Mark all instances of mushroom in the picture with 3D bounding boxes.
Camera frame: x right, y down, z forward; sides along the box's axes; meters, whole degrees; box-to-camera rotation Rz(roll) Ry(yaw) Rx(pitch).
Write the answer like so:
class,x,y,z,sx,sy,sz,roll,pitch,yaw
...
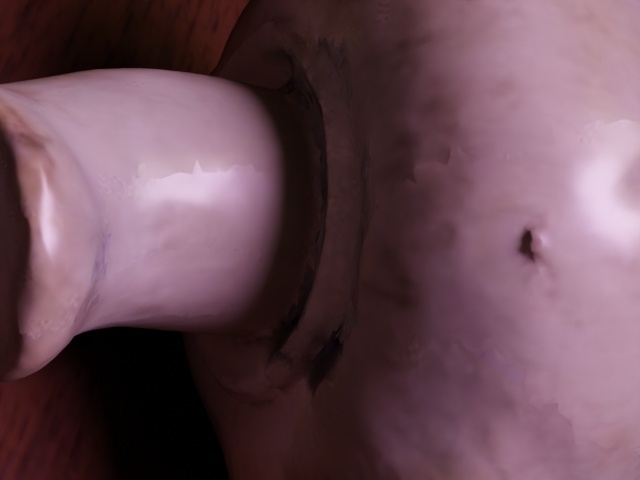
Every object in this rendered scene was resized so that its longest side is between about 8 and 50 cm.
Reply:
class,x,y,z,sx,sy,sz,roll,pitch,yaw
mushroom,0.036,-0.001,0.757,0.356,0.315,0.315,-9,81,-76
